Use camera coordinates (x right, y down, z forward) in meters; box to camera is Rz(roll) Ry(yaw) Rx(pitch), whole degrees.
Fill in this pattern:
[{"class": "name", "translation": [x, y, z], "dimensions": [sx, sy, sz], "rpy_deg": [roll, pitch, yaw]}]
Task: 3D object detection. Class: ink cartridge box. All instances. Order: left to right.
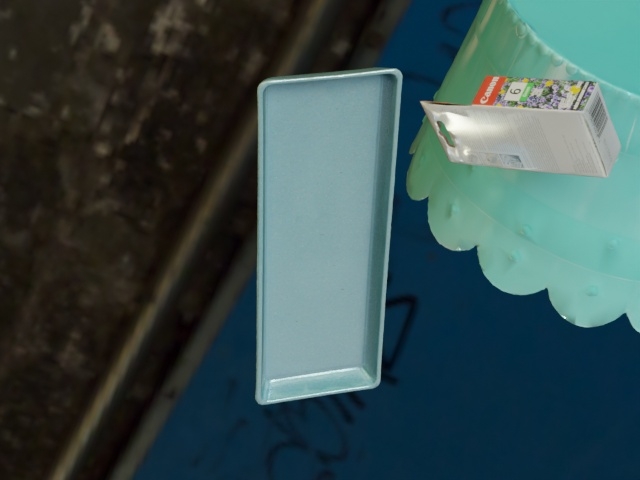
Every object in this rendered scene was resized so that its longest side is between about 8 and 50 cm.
[{"class": "ink cartridge box", "translation": [0.127, -0.074, 0.920], "dimensions": [0.115, 0.063, 0.029], "rpy_deg": [8, -124, 34]}]

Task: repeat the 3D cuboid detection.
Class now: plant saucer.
[{"class": "plant saucer", "translation": [0.000, 0.000, 0.702], "dimensions": [0.018, 0.067, 0.192], "rpy_deg": [-113, -160, -50]}]

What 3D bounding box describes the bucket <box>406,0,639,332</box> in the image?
[{"class": "bucket", "translation": [0.217, -0.088, 1.069], "dimensions": [0.281, 0.281, 0.183], "rpy_deg": [-89, -166, -51]}]
